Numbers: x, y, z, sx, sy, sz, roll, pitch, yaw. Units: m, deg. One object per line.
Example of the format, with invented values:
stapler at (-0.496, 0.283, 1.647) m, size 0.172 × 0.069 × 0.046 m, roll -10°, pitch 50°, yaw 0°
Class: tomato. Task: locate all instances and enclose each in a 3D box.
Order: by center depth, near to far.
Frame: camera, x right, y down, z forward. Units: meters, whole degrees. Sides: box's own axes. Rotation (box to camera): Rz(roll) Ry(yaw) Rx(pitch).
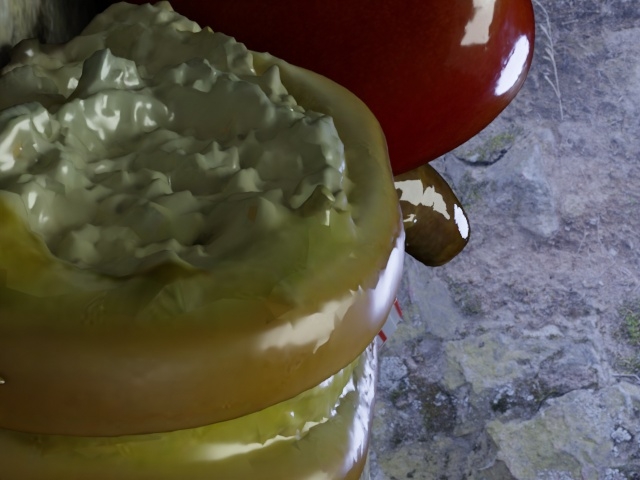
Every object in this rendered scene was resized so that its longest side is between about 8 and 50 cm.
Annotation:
tomato at (-0.012, -0.146, 0.782) m, size 0.226 × 0.298 × 0.298 m, roll -50°, pitch 164°, yaw -8°

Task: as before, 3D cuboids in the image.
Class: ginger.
ginger at (-0.010, -0.011, 0.922) m, size 0.133 × 0.309 × 0.107 m, roll 61°, pitch -32°, yaw 12°

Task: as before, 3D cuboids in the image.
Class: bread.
bread at (-0.062, 0.043, 0.571) m, size 0.315 × 0.211 × 0.270 m, roll -70°, pitch 160°, yaw -63°

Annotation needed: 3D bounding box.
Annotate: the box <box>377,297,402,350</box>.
box at (-0.013, 0.138, 1.079) m, size 0.229 × 0.050 × 0.123 m, roll -51°, pitch 170°, yaw -4°
